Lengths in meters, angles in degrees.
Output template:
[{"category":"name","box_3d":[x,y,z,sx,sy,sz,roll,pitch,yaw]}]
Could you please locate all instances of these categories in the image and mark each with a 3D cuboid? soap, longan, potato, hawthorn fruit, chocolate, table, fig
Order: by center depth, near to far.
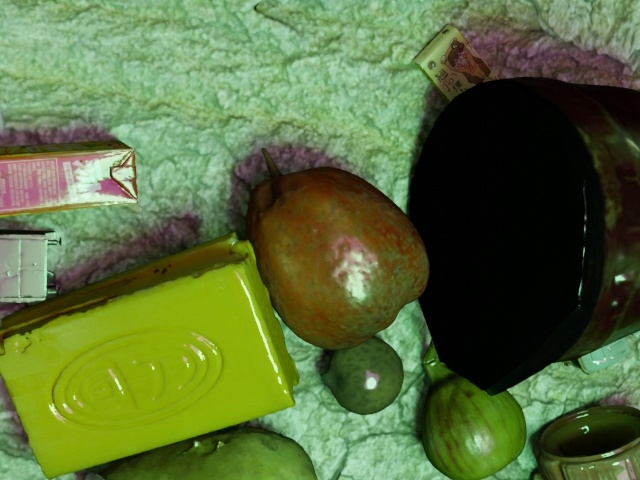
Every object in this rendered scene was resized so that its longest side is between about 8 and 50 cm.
[{"category":"table","box_3d":[-0.346,0.026,1.286,0.082,0.070,0.083,0,99,-19]},{"category":"soap","box_3d":[-0.206,0.139,1.288,0.324,0.096,0.204,-19,105,8]},{"category":"hawthorn fruit","box_3d":[0.000,0.000,1.346,0.210,0.210,0.262,-43,95,-8]},{"category":"potato","box_3d":[-0.127,0.337,1.372,0.266,0.229,0.229,-17,106,-32]},{"category":"chocolate","box_3d":[0.330,-0.017,1.381,0.331,0.383,0.384,2,100,-27]},{"category":"longan","box_3d":[0.055,0.175,1.448,0.113,0.092,0.113,-5,104,-19]},{"category":"fig","box_3d":[0.186,0.237,1.497,0.142,0.148,0.186,-45,73,8]}]

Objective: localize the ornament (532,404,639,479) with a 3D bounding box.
[{"category":"ornament","box_3d":[0.410,0.364,1.568,0.235,0.221,0.218,-37,112,-54]}]

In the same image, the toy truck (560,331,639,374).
[{"category":"toy truck","box_3d":[0.442,0.089,1.546,0.256,0.140,0.108,-28,109,-13]}]

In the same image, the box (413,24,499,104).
[{"category":"box","box_3d":[0.194,-0.208,1.463,0.073,0.020,0.149,-47,111,-6]}]

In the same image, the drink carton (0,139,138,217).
[{"category":"drink carton","box_3d":[-0.327,-0.071,1.262,0.222,0.096,0.071,-6,102,-18]}]
